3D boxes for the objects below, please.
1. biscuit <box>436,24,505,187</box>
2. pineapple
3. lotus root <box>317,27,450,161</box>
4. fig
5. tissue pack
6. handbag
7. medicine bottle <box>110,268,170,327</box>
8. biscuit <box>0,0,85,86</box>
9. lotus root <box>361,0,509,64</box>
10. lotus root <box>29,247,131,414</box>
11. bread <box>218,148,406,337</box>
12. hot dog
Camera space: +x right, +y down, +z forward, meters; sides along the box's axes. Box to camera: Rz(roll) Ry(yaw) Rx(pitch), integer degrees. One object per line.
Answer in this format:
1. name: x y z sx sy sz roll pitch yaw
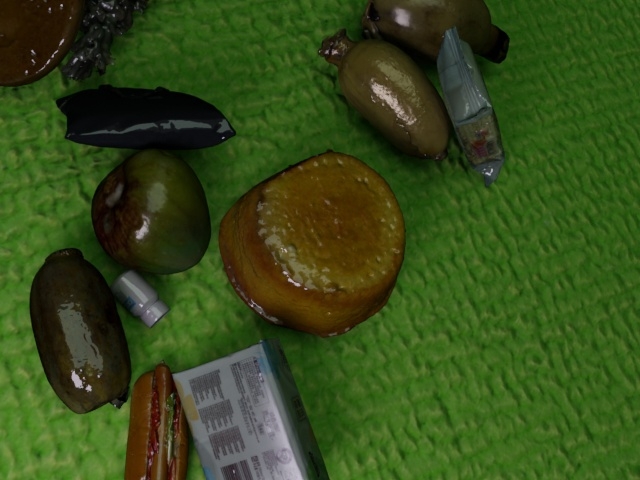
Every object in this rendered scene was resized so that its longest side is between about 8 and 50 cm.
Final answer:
1. biscuit: 0.266 -0.231 1.432 0.079 0.309 0.185 -17 70 14
2. pineapple: -0.337 -0.431 1.347 0.175 0.175 0.361 20 64 -11
3. lotus root: 0.132 -0.268 1.462 0.303 0.146 0.131 46 75 -3
4. fig: -0.250 -0.036 1.231 0.191 0.181 0.181 50 59 -31
5. tissue pack: -0.091 0.273 1.191 0.159 0.145 0.229 -23 82 16
6. handbag: -0.285 -0.196 1.286 0.255 0.211 0.088 -5 115 -22
7. medicine bottle: -0.277 0.089 1.242 0.089 0.052 0.052 45 63 1
8. biscuit: -0.538 -0.410 1.240 0.368 0.063 0.314 21 101 0
9. lotus root: 0.230 -0.410 1.530 0.310 0.183 0.182 14 67 -17
10. lotus root: -0.349 0.133 1.162 0.123 0.124 0.240 -16 77 -34
11. bread: -0.003 0.004 1.301 0.312 0.172 0.312 7 66 -17
12. hot dog: -0.237 0.290 1.178 0.092 0.062 0.235 3 69 -14
